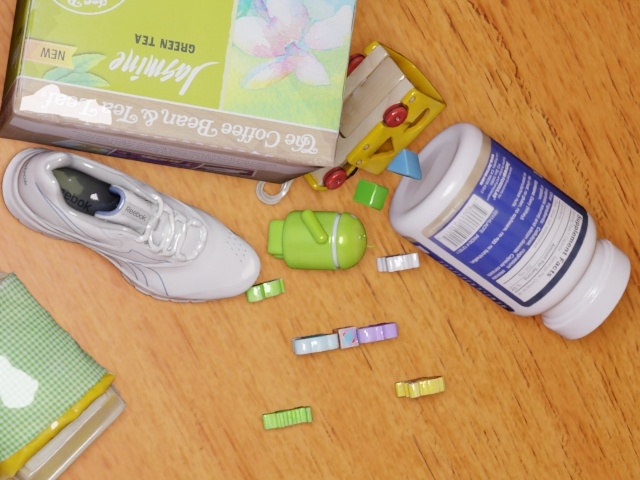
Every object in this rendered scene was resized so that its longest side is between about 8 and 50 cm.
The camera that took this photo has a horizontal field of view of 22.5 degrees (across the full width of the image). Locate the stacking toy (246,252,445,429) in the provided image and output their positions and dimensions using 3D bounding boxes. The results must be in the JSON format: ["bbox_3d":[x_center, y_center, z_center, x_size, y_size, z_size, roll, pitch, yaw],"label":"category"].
[{"bbox_3d":[0.028,0.113,1.841,0.221,0.052,0.167,-11,92,-21],"label":"stacking toy"}]

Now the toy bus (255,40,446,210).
[{"bbox_3d":[0.047,-0.123,1.824,0.104,0.202,0.191,19,77,-54],"label":"toy bus"}]

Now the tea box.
[{"bbox_3d":[-0.146,-0.245,1.680,0.329,0.220,0.324,8,85,-15],"label":"tea box"}]

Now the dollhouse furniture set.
[{"bbox_3d":[-0.346,0.197,1.638,0.301,0.151,0.197,-46,104,-17],"label":"dollhouse furniture set"}]

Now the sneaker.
[{"bbox_3d":[-0.194,-0.011,1.717,0.297,0.129,0.111,23,79,-21],"label":"sneaker"}]

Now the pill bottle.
[{"bbox_3d":[0.223,-0.006,1.867,0.264,0.153,0.153,36,76,-17],"label":"pill bottle"}]

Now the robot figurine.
[{"bbox_3d":[0.000,0.000,1.810,0.115,0.101,0.067,2,77,15],"label":"robot figurine"}]
